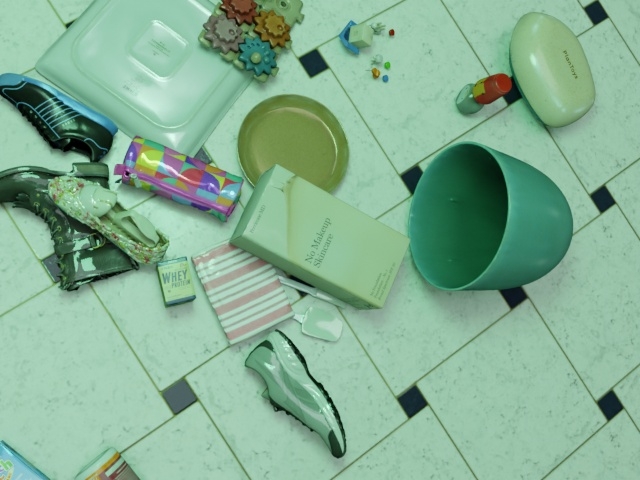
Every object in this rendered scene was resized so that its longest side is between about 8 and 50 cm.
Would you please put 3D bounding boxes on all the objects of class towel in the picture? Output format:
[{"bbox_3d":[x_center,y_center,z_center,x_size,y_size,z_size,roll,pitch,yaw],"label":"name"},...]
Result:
[{"bbox_3d":[-0.151,0.091,1.353,0.144,0.029,0.197,-24,86,-17],"label":"towel"}]

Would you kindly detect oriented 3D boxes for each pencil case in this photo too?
[{"bbox_3d":[-0.268,-0.115,1.323,0.237,0.104,0.104,19,77,-13],"label":"pencil case"}]

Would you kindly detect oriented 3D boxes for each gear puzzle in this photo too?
[{"bbox_3d":[-0.111,-0.493,1.432,0.176,0.044,0.338,31,62,-19],"label":"gear puzzle"}]

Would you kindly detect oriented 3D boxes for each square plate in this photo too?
[{"bbox_3d":[-0.319,-0.371,1.381,0.347,0.049,0.344,36,74,-7],"label":"square plate"}]

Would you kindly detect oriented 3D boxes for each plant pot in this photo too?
[{"bbox_3d":[0.358,-0.034,1.393,0.235,0.293,0.292,8,79,-30],"label":"plant pot"},{"bbox_3d":[-0.057,-0.185,1.429,0.237,0.032,0.236,2,80,-14],"label":"plant pot"}]

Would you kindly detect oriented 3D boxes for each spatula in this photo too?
[{"bbox_3d":[-0.053,0.092,1.392,0.242,0.019,0.168,21,77,-11],"label":"spatula"}]

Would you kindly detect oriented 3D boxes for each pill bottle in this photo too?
[{"bbox_3d":[-0.353,0.448,1.218,0.086,0.086,0.152,-39,92,-17],"label":"pill bottle"}]

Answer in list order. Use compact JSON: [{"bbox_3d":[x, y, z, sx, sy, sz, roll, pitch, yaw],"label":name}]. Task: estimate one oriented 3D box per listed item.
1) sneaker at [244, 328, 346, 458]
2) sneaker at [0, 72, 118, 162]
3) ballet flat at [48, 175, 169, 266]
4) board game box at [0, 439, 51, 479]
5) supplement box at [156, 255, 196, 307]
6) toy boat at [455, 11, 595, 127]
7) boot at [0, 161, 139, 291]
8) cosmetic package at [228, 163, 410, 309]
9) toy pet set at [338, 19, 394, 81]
[{"bbox_3d":[-0.042,0.305,1.329,0.108,0.100,0.271,-35,88,-3],"label":"sneaker"},{"bbox_3d":[-0.501,-0.225,1.289,0.232,0.081,0.090,25,66,-11],"label":"sneaker"},{"bbox_3d":[-0.366,-0.046,1.239,0.241,0.077,0.091,39,44,-27],"label":"ballet flat"},{"bbox_3d":[-0.528,0.476,1.192,0.211,0.039,0.160,42,73,-6],"label":"board game box"},{"bbox_3d":[-0.272,0.079,1.301,0.056,0.083,0.083,-13,85,-16],"label":"supplement box"},{"bbox_3d":[0.455,-0.363,1.550,0.318,0.148,0.267,-22,92,-25],"label":"toy boat"},{"bbox_3d":[-0.479,-0.019,1.259,0.263,0.091,0.228,-10,83,-18],"label":"boot"},{"bbox_3d":[0.000,0.000,1.345,0.310,0.113,0.160,27,75,-17],"label":"cosmetic package"},{"bbox_3d":[0.097,-0.418,1.506,0.114,0.065,0.122,18,77,-47],"label":"toy pet set"}]
